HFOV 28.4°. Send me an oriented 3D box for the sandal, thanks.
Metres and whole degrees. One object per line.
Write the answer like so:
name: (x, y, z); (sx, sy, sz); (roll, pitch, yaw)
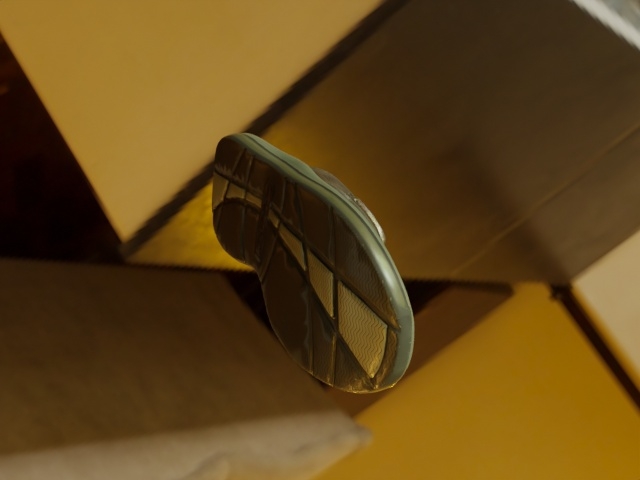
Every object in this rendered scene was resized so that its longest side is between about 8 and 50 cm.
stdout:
sandal: (0.000, -0.002, 0.935); (0.086, 0.303, 0.120); (3, 116, -26)
